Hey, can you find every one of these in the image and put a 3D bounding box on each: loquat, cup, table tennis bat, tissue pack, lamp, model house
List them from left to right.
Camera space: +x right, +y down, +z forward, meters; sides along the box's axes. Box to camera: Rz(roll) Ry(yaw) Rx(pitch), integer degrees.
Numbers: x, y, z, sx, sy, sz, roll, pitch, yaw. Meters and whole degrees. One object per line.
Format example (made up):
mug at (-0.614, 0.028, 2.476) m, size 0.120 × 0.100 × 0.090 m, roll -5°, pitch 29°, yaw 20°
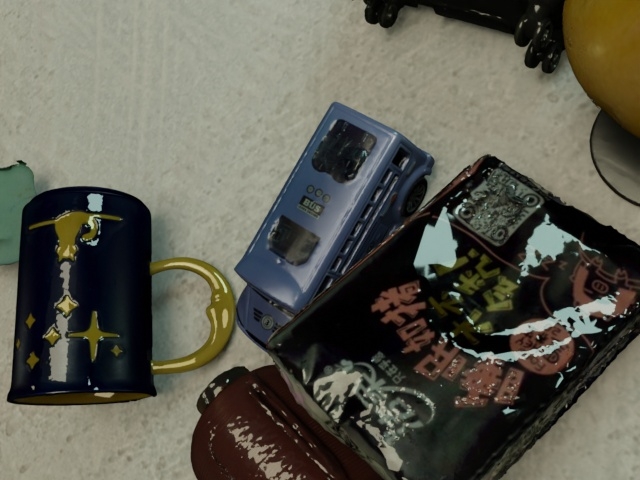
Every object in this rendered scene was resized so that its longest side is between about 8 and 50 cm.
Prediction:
model house at (-0.499, -0.038, 1.144) m, size 0.149 × 0.119 × 0.148 m, roll 4°, pitch 104°, yaw 50°
cup at (-0.259, 0.077, 0.991) m, size 0.178 × 0.255 × 0.256 m, roll -30°, pitch 59°, yaw 58°
lamp at (-0.033, 0.231, 0.810) m, size 0.258 × 0.180 × 0.180 m, roll 43°, pitch 98°, yaw 24°
tissue pack at (0.138, 0.084, 0.751) m, size 0.332 × 0.123 × 0.245 m, roll -41°, pitch 60°, yaw -14°
loquat at (0.334, -0.197, 0.681) m, size 0.235 × 0.235 × 0.235 m, roll -6°, pitch 77°, yaw 24°
table tennis bat at (0.397, -0.150, 0.778) m, size 0.274 × 0.021 × 0.154 m, roll -48°, pitch 64°, yaw 11°

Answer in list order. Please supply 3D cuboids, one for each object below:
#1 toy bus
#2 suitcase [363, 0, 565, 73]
toy bus at (0.000, 0.000, 0.869) m, size 0.125 × 0.133 × 0.292 m, roll 31°, pitch 93°, yaw 27°
suitcase at (0.215, -0.429, 0.830) m, size 0.283 × 0.194 × 0.433 m, roll 25°, pitch 89°, yaw 27°
